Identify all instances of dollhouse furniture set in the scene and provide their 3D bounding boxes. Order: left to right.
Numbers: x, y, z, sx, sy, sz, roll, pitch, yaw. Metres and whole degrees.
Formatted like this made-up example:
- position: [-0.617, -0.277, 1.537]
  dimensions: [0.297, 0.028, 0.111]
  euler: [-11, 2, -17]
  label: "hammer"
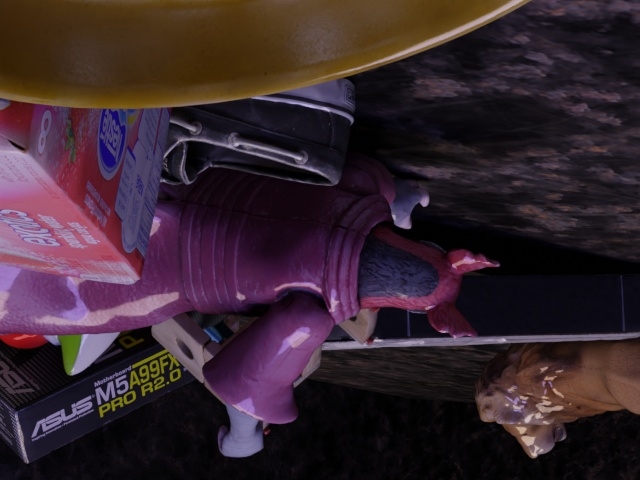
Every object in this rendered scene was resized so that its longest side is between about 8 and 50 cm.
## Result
- position: [-0.046, 0.093, 1.123]
  dimensions: [0.129, 0.129, 0.184]
  euler: [41, 154, 21]
  label: "dollhouse furniture set"

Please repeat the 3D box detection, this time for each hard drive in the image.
- position: [0.133, 0.069, 1.307]
  dimensions: [0.338, 0.064, 0.237]
  euler: [1, 174, -27]
  label: "hard drive"

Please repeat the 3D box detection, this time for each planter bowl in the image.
- position: [-0.020, -0.117, 0.361]
  dimensions: [0.217, 0.090, 0.217]
  euler: [-12, 167, -3]
  label: "planter bowl"

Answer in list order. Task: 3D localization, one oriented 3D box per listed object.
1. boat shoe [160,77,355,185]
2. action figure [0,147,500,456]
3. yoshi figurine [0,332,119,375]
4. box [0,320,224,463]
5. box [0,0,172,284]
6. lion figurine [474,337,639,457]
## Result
- position: [-0.090, -0.072, 0.830]
  dimensions: [0.219, 0.070, 0.078]
  euler: [6, 170, 15]
  label: "boat shoe"
- position: [-0.061, -0.014, 0.927]
  dimensions: [0.370, 0.248, 0.276]
  euler: [6, 148, 22]
  label: "action figure"
- position: [-0.271, -0.016, 1.186]
  dimensions: [0.362, 0.204, 0.203]
  euler: [-6, -152, 5]
  label: "yoshi figurine"
- position: [-0.245, 0.075, 1.271]
  dimensions: [0.216, 0.060, 0.270]
  euler: [-24, -144, -30]
  label: "box"
- position: [-0.147, -0.082, 0.577]
  dimensions: [0.142, 0.154, 0.300]
  euler: [8, 171, 1]
  label: "box"
- position: [0.323, 0.136, 1.416]
  dimensions: [0.240, 0.142, 0.392]
  euler: [-3, 167, -14]
  label: "lion figurine"
